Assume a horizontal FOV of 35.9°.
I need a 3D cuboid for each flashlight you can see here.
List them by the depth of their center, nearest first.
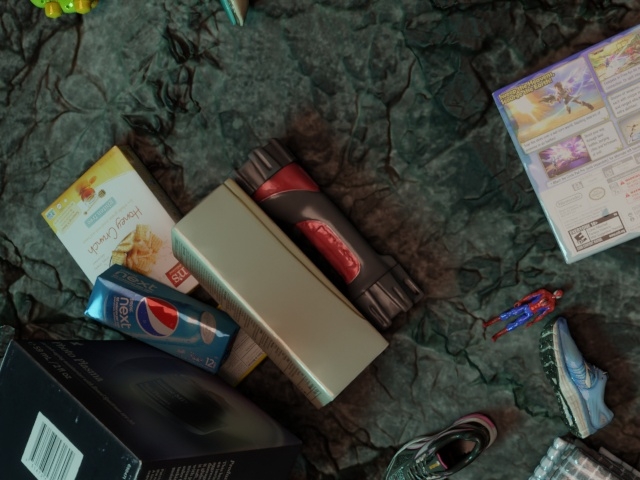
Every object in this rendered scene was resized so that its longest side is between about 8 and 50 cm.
[{"bbox_3d":[0.000,0.000,1.373,0.304,0.103,0.103,50,132,5],"label":"flashlight"}]

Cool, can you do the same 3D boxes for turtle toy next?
[{"bbox_3d":[-0.378,-0.374,1.458,0.130,0.066,0.095,-4,94,18],"label":"turtle toy"}]

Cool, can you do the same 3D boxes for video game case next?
[{"bbox_3d":[0.391,-0.134,1.254,0.269,0.061,0.244,-24,91,18],"label":"video game case"}]

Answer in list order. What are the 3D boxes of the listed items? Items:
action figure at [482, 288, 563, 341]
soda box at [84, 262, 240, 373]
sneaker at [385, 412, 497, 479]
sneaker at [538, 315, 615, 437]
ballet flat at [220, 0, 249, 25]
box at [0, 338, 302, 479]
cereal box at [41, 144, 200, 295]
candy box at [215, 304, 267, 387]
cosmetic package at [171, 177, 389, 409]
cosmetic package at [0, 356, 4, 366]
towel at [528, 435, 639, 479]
[{"bbox_3d":[0.277,0.098,1.337,0.115,0.030,0.038,-33,82,16],"label":"action figure"},{"bbox_3d":[-0.225,0.111,1.423,0.210,0.071,0.067,23,107,5],"label":"soda box"},{"bbox_3d":[0.159,0.302,1.372,0.178,0.077,0.072,-41,83,18],"label":"sneaker"},{"bbox_3d":[0.344,0.177,1.318,0.073,0.063,0.162,-17,86,-8],"label":"sneaker"},{"bbox_3d":[-0.143,-0.422,1.378,0.086,0.086,0.248,-30,87,18],"label":"ballet flat"},{"bbox_3d":[-0.240,0.269,1.305,0.296,0.294,0.182,32,104,35],"label":"box"},{"bbox_3d":[-0.286,0.001,1.486,0.173,0.047,0.240,-40,84,17],"label":"cereal box"},{"bbox_3d":[-0.159,0.179,1.480,0.105,0.027,0.206,47,107,5],"label":"candy box"},{"bbox_3d":[-0.062,0.077,1.352,0.113,0.160,0.309,-43,85,-15],"label":"cosmetic package"},{"bbox_3d":[-0.382,0.400,1.507,0.453,0.161,0.230,33,105,11],"label":"cosmetic package"},{"bbox_3d":[0.379,0.422,1.296,0.284,0.121,0.235,33,104,11],"label":"towel"}]
